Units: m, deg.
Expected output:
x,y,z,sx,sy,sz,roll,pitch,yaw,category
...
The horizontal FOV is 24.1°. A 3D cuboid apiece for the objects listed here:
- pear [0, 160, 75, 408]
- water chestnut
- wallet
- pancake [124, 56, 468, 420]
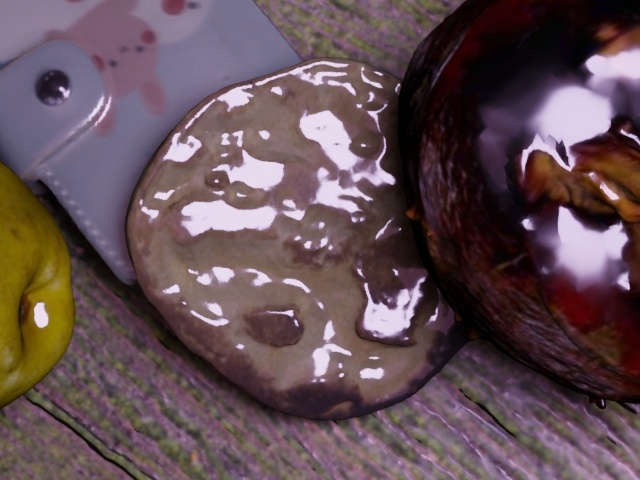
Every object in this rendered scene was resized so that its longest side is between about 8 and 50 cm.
x,y,z,sx,sy,sz,roll,pitch,yaw,category
-0.349,0.028,1.185,0.307,0.253,0.253,14,88,25,pear
0.221,-0.043,1.028,0.335,0.347,0.335,-1,93,-12,water chestnut
-0.172,-0.146,1.252,0.252,0.083,0.360,-38,80,0,wallet
0.000,0.000,1.187,0.294,0.049,0.294,0,96,-5,pancake
